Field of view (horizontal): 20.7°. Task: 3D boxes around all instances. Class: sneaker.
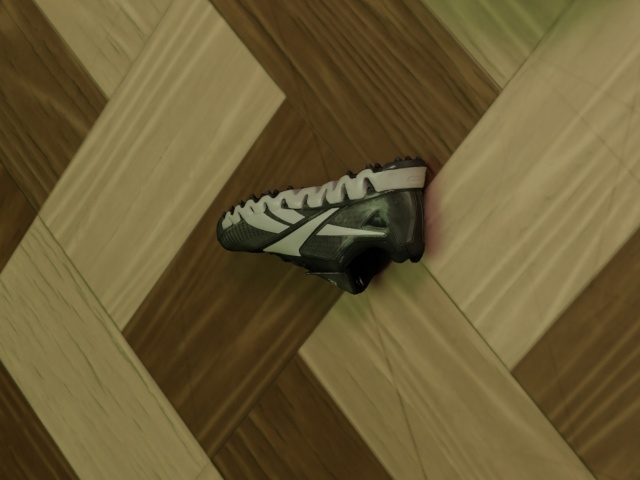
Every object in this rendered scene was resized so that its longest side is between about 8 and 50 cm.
[{"bbox_3d":[0.000,0.000,1.546,0.234,0.078,0.106,-14,85,38],"label":"sneaker"}]
